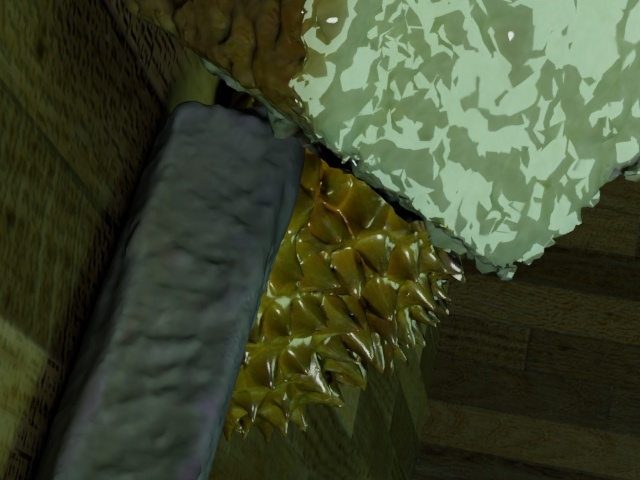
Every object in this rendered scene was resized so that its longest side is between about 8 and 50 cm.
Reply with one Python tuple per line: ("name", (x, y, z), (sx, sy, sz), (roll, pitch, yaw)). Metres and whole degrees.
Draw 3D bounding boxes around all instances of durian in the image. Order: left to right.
("durian", (0.011, -0.001, 0.942), (0.183, 0.138, 0.249), (-84, -176, -55))

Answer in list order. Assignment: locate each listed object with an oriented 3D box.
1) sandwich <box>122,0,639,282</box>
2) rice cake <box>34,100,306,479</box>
("sandwich", (0.064, -0.154, 0.691), (0.262, 0.131, 0.325), (-4, 108, -39))
("rice cake", (-0.075, 0.095, 0.662), (0.070, 0.064, 0.399), (105, 1, -50))
